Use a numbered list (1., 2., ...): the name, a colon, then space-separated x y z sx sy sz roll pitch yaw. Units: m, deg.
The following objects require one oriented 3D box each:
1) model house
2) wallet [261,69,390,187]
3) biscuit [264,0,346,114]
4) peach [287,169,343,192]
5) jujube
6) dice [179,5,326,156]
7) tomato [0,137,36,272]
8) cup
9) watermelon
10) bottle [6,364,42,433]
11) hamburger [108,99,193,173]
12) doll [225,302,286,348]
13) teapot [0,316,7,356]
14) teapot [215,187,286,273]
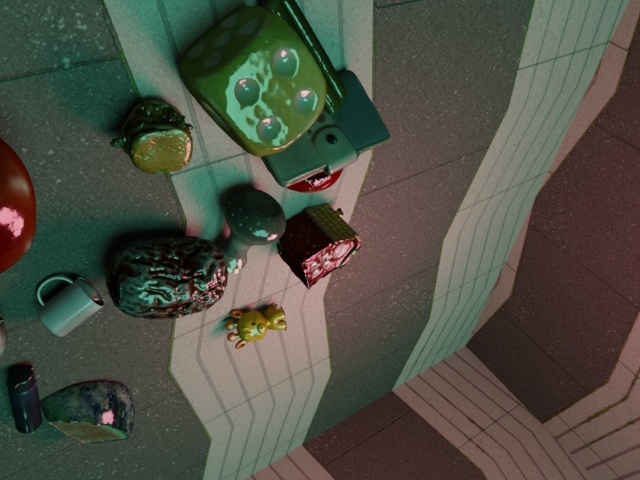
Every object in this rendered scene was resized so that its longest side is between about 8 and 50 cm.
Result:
1. model house: 0.000 0.000 1.783 0.254 0.196 0.160 -35 144 -12
2. wallet: -0.006 -0.291 1.418 0.360 0.252 0.083 -27 169 -21
3. biscuit: -0.025 -0.446 1.303 0.322 0.038 0.099 53 52 -39
4. peach: -0.037 -0.223 1.497 0.226 0.196 0.190 4 108 -62
5. jujube: -0.408 0.099 1.464 0.317 0.226 0.226 -7 133 -44
6. dice: -0.142 -0.344 1.196 0.233 0.227 0.238 -44 133 -4
7. tomato: -0.677 -0.058 0.952 0.293 0.289 0.325 -24 145 -61
8. cup: -0.652 0.156 1.409 0.133 0.136 0.099 -38 180 -4
9. watermelon: -0.732 0.571 1.740 0.226 0.148 0.318 -47 145 20
10. bottle: -0.835 0.447 1.550 0.082 0.072 0.244 -61 170 -51
11. hamburger: -0.376 -0.228 1.219 0.184 0.131 0.159 -13 145 -27
12. doll: -0.234 0.298 1.961 0.220 0.135 0.143 -14 105 -27
13. teapot: -0.820 0.212 1.302 0.111 0.149 0.108 -61 171 -76
14. teapot: -0.218 -0.022 1.577 0.183 0.183 0.251 -5 144 -42
